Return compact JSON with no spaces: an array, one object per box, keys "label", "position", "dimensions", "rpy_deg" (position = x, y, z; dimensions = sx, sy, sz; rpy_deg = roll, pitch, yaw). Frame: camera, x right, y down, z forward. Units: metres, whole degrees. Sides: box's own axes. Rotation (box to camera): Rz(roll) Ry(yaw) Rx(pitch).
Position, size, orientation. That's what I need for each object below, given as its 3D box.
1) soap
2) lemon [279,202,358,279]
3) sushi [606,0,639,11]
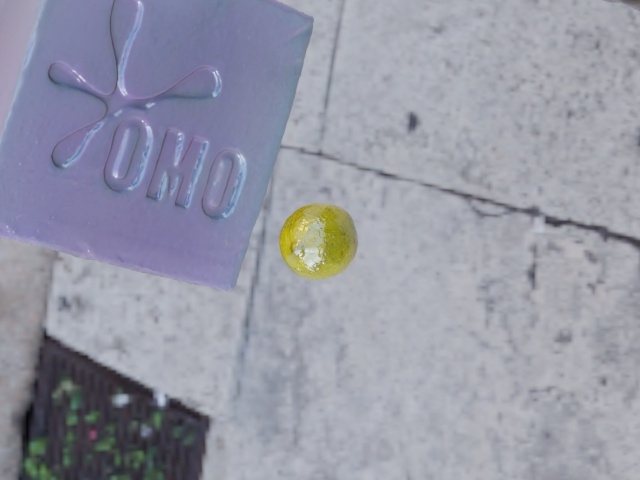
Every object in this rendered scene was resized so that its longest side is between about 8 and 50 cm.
[{"label":"soap","position":[-0.172,-0.121,1.324],"dimensions":[0.107,0.296,0.286],"rpy_deg":[17,92,48]},{"label":"lemon","position":[0.000,0.000,1.174],"dimensions":[0.062,0.083,0.062],"rpy_deg":[8,107,29]},{"label":"sushi","position":[0.281,-0.250,0.866],"dimensions":[0.299,0.294,0.281],"rpy_deg":[-76,0,-67]}]
